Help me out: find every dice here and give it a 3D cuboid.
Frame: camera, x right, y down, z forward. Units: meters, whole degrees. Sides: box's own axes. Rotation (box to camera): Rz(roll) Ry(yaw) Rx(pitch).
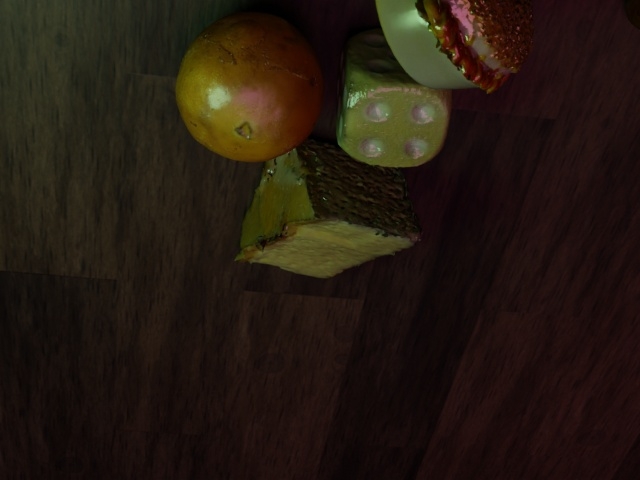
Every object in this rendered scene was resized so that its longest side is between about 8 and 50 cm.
[{"bbox_3d":[0.115,-0.233,1.700,0.169,0.169,0.166,3,133,-6],"label":"dice"}]

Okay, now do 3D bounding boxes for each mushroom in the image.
[{"bbox_3d":[0.531,-0.381,1.650,0.088,0.073,0.130,22,134,18],"label":"mushroom"}]

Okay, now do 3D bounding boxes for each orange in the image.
[{"bbox_3d":[-0.110,-0.241,1.649,0.239,0.240,0.240,-2,134,-2],"label":"orange"}]

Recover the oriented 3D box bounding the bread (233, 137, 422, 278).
[{"bbox_3d":[0.000,0.000,1.860,0.248,0.279,0.315,9,121,-21],"label":"bread"}]

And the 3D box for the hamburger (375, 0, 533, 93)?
[{"bbox_3d":[0.204,-0.354,1.511,0.179,0.294,0.276,-16,146,33],"label":"hamburger"}]
